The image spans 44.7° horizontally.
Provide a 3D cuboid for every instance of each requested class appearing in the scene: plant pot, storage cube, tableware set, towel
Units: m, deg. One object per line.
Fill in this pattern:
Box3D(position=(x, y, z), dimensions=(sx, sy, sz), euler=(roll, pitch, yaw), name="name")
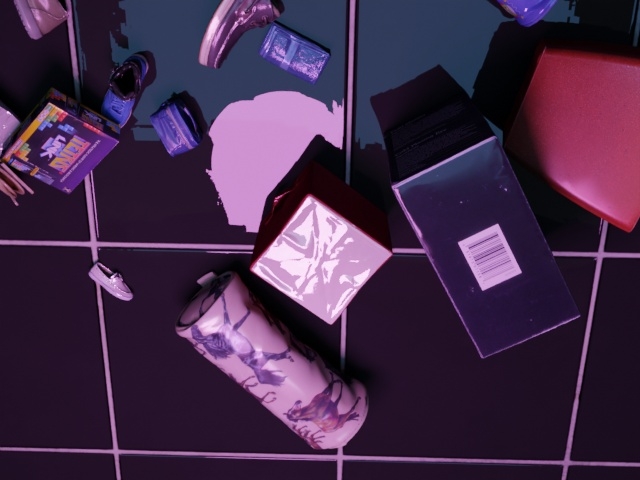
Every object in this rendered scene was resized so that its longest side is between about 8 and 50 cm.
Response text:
Box3D(position=(0.447, -0.208, 1.303), dimensions=(0.235, 0.267, 0.267), euler=(21, 112, 5), name="plant pot")
Box3D(position=(0.000, 0.000, 1.423), dimensions=(0.215, 0.193, 0.184), euler=(35, 109, -13), name="storage cube")
Box3D(position=(-0.613, -0.139, 1.394), dimensions=(0.039, 0.128, 0.194), euler=(-53, 128, -21), name="tableware set")
Box3D(position=(-0.046, -0.329, 1.376), dimensions=(0.119, 0.029, 0.067), euler=(27, 111, -10), name="towel")

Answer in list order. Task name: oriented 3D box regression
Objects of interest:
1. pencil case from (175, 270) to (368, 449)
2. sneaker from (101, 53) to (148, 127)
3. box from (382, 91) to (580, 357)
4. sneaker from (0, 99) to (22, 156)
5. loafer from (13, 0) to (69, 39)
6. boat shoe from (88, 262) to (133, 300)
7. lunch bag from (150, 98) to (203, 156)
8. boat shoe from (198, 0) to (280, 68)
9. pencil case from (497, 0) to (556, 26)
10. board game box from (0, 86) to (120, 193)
Box3D(position=(-0.094, 0.232, 1.533), dimensions=(0.410, 0.183, 0.160), euler=(43, 102, -12), name="pencil case")
Box3D(position=(-0.357, -0.256, 1.384), dimensions=(0.058, 0.085, 0.152), euler=(30, 110, -11), name="sneaker")
Box3D(position=(0.264, -0.040, 1.336), dimensions=(0.178, 0.312, 0.343), euler=(-26, 110, 11), name="box")
Box3D(position=(-0.609, -0.244, 1.401), dimensions=(0.090, 0.095, 0.235), euler=(-33, 127, 9), name="sneaker")
Box3D(position=(-0.495, -0.471, 1.307), dimensions=(0.087, 0.094, 0.251), euler=(-22, 122, -16), name="loafer")
Box3D(position=(-0.413, 0.080, 1.553), dimensions=(0.100, 0.035, 0.035), euler=(38, 111, -6), name="boat shoe")
Box3D(position=(-0.258, -0.210, 1.410), dimensions=(0.065, 0.067, 0.099), euler=(-25, 109, 11), name="lunch bag")
Box3D(position=(-0.107, -0.405, 1.310), dimensions=(0.092, 0.103, 0.285), euler=(32, 104, -6), name="boat shoe")
Box3D(position=(0.274, -0.490, 1.254), dimensions=(0.306, 0.119, 0.133), euler=(40, 97, -14), name="pencil case")
Box3D(position=(-0.466, -0.174, 1.395), dimensions=(0.141, 0.048, 0.170), euler=(29, 126, -34), name="board game box")
